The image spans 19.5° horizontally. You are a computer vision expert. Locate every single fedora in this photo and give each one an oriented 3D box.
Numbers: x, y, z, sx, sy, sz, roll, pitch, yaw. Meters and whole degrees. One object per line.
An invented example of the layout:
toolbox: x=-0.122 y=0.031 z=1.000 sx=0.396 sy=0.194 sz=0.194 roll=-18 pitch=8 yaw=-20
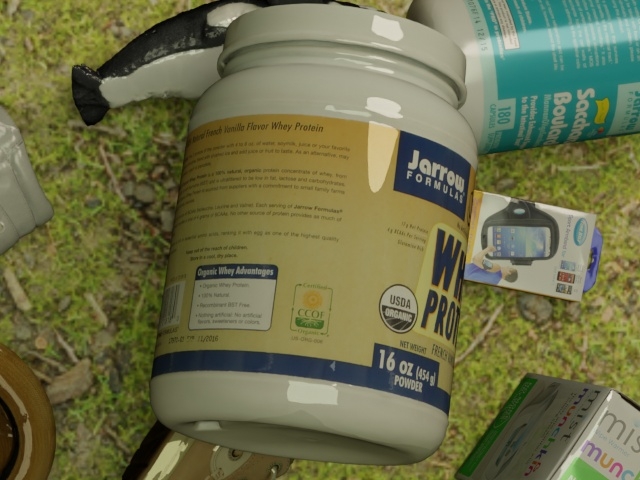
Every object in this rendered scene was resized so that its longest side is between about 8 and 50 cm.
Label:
fedora: x=-0.316 y=0.157 z=1.532 sx=0.194 sy=0.079 sz=0.194 roll=-1 pitch=92 yaw=-15

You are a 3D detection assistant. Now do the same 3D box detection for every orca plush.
orca plush: x=-0.069 y=-0.158 z=1.587 sx=0.287 sy=0.102 sz=0.151 roll=-20 pitch=125 yaw=3

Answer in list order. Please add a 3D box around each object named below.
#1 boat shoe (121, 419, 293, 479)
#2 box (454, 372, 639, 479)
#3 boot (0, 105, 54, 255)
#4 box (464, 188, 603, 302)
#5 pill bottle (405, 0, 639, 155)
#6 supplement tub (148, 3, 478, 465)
boat shoe: x=-0.068 y=0.160 z=1.556 sx=0.110 sy=0.121 sz=0.341 roll=37 pitch=82 yaw=-8
box: x=0.276 y=0.235 z=1.564 sx=0.262 sy=0.231 sz=0.127 roll=37 pitch=83 yaw=-9
boot: x=-0.326 y=-0.099 z=1.536 sx=0.123 sy=0.095 sz=0.258 roll=-33 pitch=100 yaw=-19
box: x=0.186 y=0.006 z=1.651 sx=0.136 sy=0.028 sz=0.081 roll=11 pitch=88 yaw=-8
pill bottle: x=0.213 y=-0.156 z=1.596 sx=0.264 sy=0.146 sz=0.146 roll=-8 pitch=91 yaw=-10
supplement tub: x=0.000 y=0.000 z=1.426 sx=0.228 sy=0.228 sz=0.316 roll=10 pitch=77 yaw=-10
